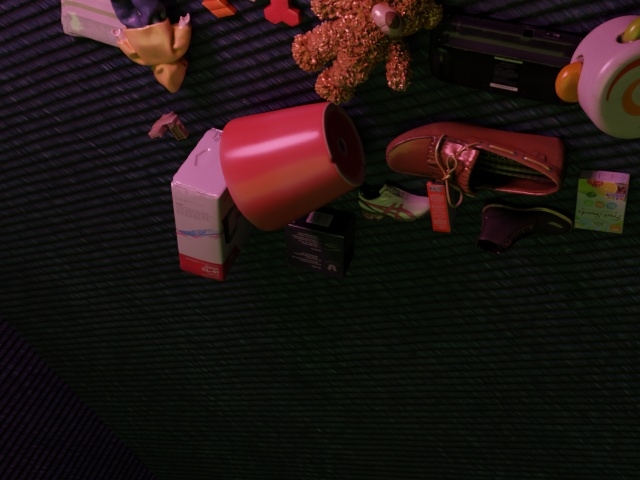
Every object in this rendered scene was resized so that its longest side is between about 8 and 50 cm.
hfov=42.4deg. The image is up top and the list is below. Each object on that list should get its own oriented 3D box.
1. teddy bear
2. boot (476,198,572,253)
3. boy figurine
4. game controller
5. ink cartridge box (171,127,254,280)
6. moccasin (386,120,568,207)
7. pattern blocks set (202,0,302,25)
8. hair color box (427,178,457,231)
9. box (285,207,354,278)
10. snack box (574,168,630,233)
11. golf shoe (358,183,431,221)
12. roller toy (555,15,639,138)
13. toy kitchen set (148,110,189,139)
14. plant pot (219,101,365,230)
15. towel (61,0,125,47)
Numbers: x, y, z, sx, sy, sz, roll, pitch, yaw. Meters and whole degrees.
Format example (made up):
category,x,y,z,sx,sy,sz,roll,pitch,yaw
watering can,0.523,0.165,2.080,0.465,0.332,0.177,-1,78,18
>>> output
category,x,y,z,sx,sy,sz,roll,pitch,yaw
teddy bear,0.075,-0.393,1.616,0.338,0.113,0.245,-7,109,41
boot,0.448,-0.012,1.827,0.198,0.137,0.076,8,136,19
boy figurine,-0.357,-0.449,1.802,0.177,0.092,0.285,-13,139,12
game controller,0.364,-0.347,1.592,0.319,0.067,0.166,15,153,14
ink cartridge box,-0.259,-0.085,2.051,0.131,0.226,0.306,18,139,10
moccasin,0.320,-0.155,1.736,0.380,0.147,0.139,12,137,16
pattern blocks set,-0.196,-0.559,1.649,0.325,0.026,0.285,15,145,13
hair color box,0.278,-0.094,1.880,0.043,0.072,0.141,6,135,22
box,0.000,0.000,2.106,0.156,0.093,0.158,14,137,14
snack box,0.597,-0.082,1.752,0.100,0.037,0.141,9,137,20
golf shoe,0.173,-0.092,1.940,0.186,0.067,0.086,1,132,27
roller toy,0.543,-0.288,1.454,0.191,0.146,0.209,31,117,-27
toy kitchen set,-0.359,-0.266,2.021,0.068,0.083,0.075,-9,128,35
plant pot,-0.049,-0.179,1.836,0.243,0.275,0.275,-16,125,27
towel,-0.478,-0.567,1.806,0.248,0.038,0.324,17,138,10
